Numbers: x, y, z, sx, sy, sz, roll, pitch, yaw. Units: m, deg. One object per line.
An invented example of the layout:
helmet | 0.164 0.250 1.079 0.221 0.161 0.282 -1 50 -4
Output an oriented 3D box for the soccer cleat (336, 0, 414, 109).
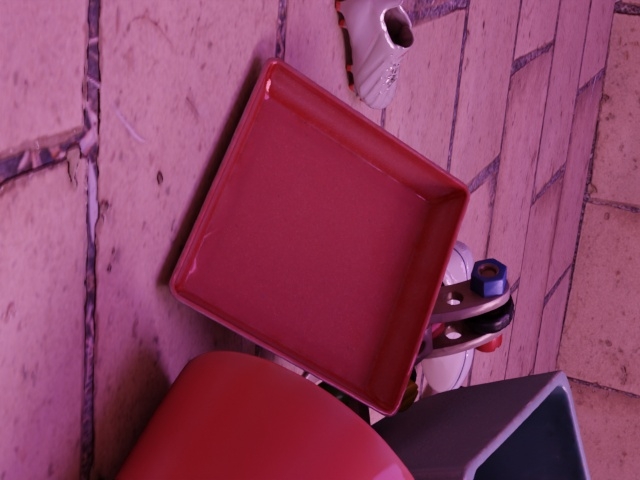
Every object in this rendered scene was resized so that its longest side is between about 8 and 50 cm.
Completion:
soccer cleat | 0.069 -0.209 1.387 0.196 0.076 0.068 72 36 -55

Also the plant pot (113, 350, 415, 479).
plant pot | -0.078 0.272 1.038 0.243 0.275 0.275 -49 147 -35

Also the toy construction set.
toy construction set | 0.036 0.101 1.366 0.237 0.257 0.309 -43 168 -29

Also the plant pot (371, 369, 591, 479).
plant pot | 0.114 0.290 1.257 0.247 0.252 0.248 -29 108 -53

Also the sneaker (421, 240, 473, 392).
sneaker | 0.171 0.124 1.876 0.091 0.094 0.258 -28 125 -42

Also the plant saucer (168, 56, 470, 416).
plant saucer | 0.000 0.000 1.184 0.259 0.048 0.258 32 65 -24

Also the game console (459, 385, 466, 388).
game console | 0.189 0.398 1.973 0.361 0.213 0.044 -40 177 -34
